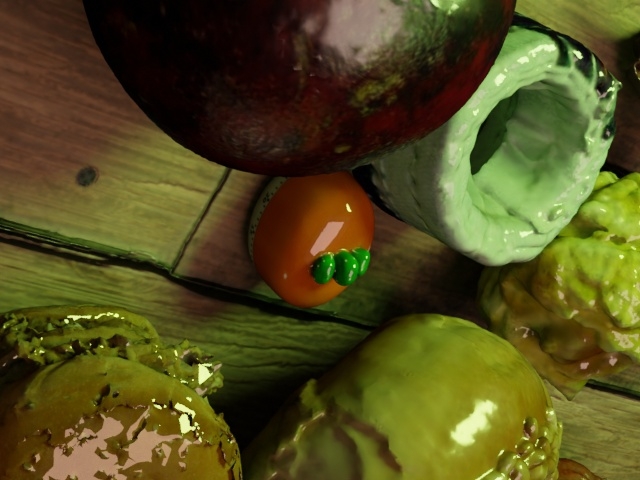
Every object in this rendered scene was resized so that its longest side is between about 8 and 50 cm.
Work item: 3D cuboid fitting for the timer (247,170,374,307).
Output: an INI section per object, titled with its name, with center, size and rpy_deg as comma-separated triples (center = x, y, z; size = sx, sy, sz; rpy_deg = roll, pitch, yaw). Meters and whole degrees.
[timer]
center = 0.000, 0.000, 1.181
size = 0.099, 0.136, 0.136
rpy_deg = -4, 122, -40

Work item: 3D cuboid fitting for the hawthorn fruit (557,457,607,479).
[hawthorn fruit]
center = 0.270, 0.391, 1.599
size = 0.205, 0.205, 0.253
rpy_deg = 26, 110, -43

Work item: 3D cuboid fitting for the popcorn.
[popcorn]
center = 0.282, 0.048, 1.331
size = 0.249, 0.249, 0.225
rpy_deg = -39, 93, -7

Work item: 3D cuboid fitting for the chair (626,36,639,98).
[chair]
center = 0.403, -0.147, 1.372
size = 0.175, 0.183, 0.326
rpy_deg = -26, 176, -20

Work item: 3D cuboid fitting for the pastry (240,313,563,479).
[pastry]
center = 0.053, 0.251, 1.232
size = 0.409, 0.245, 0.409
rpy_deg = -42, 169, -10

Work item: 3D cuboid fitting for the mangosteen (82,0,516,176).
[mangosteen]
center = -0.013, -0.185, 0.944
size = 0.306, 0.306, 0.359
rpy_deg = -37, 166, -9

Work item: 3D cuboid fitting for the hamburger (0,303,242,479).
[hamburger]
center = -0.197, 0.165, 1.099
size = 0.260, 0.211, 0.245
rpy_deg = -37, 125, -5

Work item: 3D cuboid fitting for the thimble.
[thimble]
center = 0.147, -0.092, 1.196
size = 0.237, 0.150, 0.237
rpy_deg = -19, 126, -29
